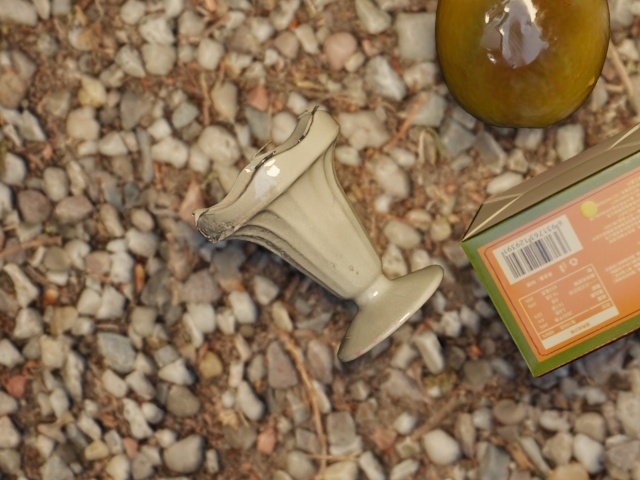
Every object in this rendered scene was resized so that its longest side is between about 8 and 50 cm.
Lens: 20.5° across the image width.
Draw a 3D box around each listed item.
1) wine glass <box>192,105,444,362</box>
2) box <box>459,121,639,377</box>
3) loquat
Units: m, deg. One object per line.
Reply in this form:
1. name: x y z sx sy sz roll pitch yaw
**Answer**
1. wine glass: 0.000 0.000 1.598 0.165 0.165 0.196 -38 97 16
2. box: 0.247 0.003 1.538 0.195 0.177 0.148 -28 95 15
3. loquat: 0.175 -0.190 1.530 0.152 0.152 0.195 3 111 10
